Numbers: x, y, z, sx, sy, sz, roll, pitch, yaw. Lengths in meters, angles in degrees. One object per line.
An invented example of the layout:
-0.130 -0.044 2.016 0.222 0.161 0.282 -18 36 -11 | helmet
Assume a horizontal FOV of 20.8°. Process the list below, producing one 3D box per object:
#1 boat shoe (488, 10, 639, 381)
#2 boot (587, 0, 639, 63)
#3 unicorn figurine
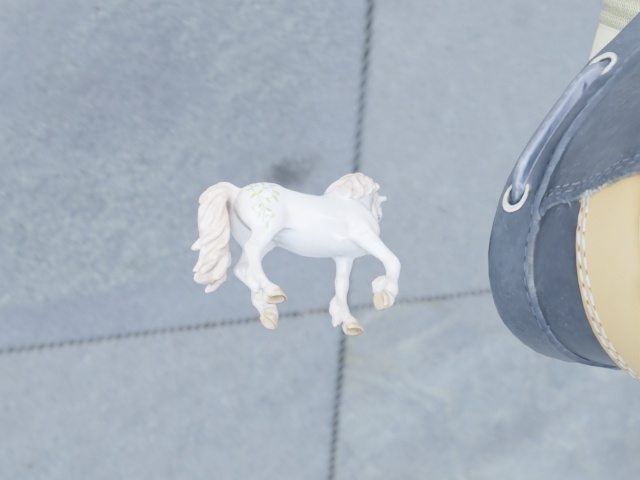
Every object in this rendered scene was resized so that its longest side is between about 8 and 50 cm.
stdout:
0.246 -0.097 0.832 0.500 0.156 0.187 -43 113 -37 | boat shoe
0.286 -0.077 1.293 0.095 0.262 0.203 7 108 -46 | boot
0.000 0.000 0.990 0.162 0.111 0.060 21 134 -39 | unicorn figurine
